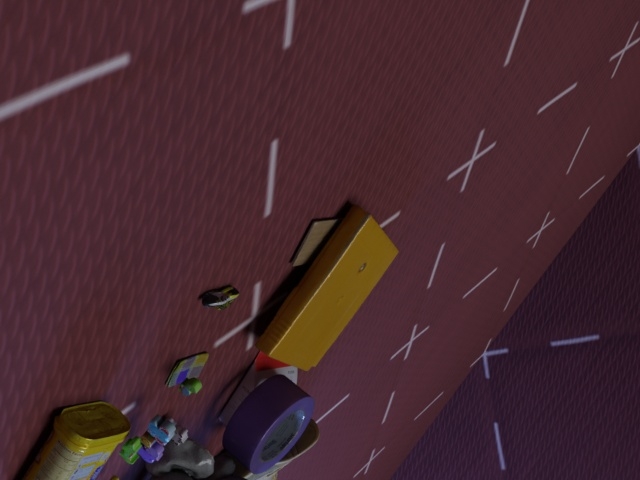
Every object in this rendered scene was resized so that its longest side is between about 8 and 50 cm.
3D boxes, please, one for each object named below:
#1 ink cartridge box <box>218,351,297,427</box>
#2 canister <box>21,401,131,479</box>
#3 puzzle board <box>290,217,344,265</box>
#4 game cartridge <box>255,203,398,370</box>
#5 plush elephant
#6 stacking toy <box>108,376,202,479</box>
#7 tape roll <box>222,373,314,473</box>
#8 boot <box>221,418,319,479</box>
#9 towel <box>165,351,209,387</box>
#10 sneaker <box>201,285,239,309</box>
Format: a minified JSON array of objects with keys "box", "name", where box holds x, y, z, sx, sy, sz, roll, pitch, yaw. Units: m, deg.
[{"box":[-0.095,0.286,1.793,0.225,0.056,0.181,-56,157,13],"name":"ink cartridge box"},{"box":[-0.381,0.337,1.320,0.170,0.073,0.126,-56,158,13],"name":"canister"},{"box":[0.000,0.000,1.609,0.128,0.011,0.096,-9,131,-58],"name":"puzzle board"},{"box":[0.021,0.105,1.714,0.324,0.052,0.285,-53,159,-3],"name":"game cartridge"},{"box":[-0.248,0.513,1.630,0.330,0.255,0.272,-31,-137,47],"name":"plush elephant"},{"box":[-0.274,0.336,1.453,0.167,0.052,0.221,-47,171,-42],"name":"stacking toy"},{"box":[-0.102,0.366,1.730,0.189,0.080,0.189,-41,152,-27],"name":"tape roll"},{"box":[-0.111,0.493,1.953,0.262,0.095,0.203,-30,154,-5],"name":"boot"},{"box":[-0.230,0.225,1.511,0.083,0.009,0.060,-7,131,-59],"name":"towel"},{"box":[-0.165,0.101,1.425,0.083,0.031,0.035,-14,137,-55],"name":"sneaker"}]
